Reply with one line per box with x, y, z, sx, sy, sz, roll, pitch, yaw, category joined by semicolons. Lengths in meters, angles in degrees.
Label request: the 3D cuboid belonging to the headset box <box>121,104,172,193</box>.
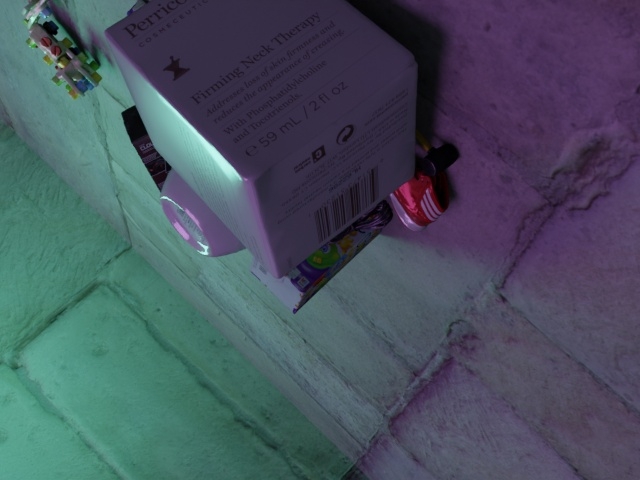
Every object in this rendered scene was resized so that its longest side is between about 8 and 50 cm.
-0.440;-0.244;2.281;0.293;0.110;0.218;65;175;-36;headset box

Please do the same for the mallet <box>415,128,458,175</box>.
0.168;-0.199;1.446;0.190;0.062;0.039;57;154;16;mallet

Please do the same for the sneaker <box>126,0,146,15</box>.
-0.443;-0.511;1.985;0.068;0.071;0.170;42;158;13;sneaker

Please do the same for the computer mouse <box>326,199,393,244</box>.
0.034;-0.138;1.636;0.188;0.072;0.272;-19;88;28;computer mouse

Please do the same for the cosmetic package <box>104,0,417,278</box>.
-0.087;-0.222;1.386;0.393;0.329;0.327;45;164;25;cosmetic package

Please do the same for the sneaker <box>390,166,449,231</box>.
0.163;-0.133;1.535;0.221;0.087;0.128;50;139;-2;sneaker

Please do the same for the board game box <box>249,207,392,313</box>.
0.000;0.000;1.753;0.142;0.275;0.144;44;157;9;board game box

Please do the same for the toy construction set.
-0.767;-0.562;2.386;0.328;0.151;0.215;62;180;-14;toy construction set

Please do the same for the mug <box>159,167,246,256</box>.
-0.190;-0.126;1.822;0.276;0.328;0.374;53;157;-13;mug
